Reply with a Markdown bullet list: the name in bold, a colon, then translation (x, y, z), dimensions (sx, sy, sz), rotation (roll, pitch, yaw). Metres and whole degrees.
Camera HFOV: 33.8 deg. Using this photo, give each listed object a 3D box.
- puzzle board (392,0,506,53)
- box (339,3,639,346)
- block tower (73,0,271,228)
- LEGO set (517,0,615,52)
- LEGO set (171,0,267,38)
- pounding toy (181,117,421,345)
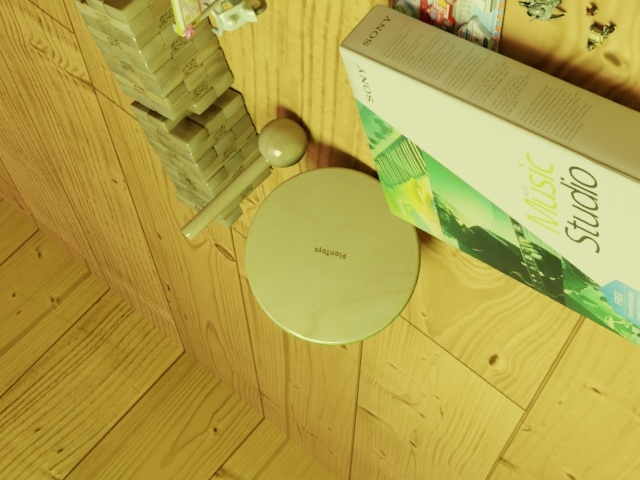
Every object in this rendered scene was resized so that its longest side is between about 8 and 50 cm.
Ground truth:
- **puzzle board**: translation (0.091, -0.173, 0.774), dimensions (0.096, 0.011, 0.128), rotation (36, 160, 20)
- **box**: translation (0.172, -0.035, 0.818), dimensions (0.322, 0.058, 0.232), rotation (31, 160, 31)
- **block tower**: translation (-0.151, -0.161, 1.150), dimensions (0.091, 0.097, 0.335), rotation (30, 155, 33)
- **LEGO set**: translation (0.150, -0.152, 0.683), dimensions (0.083, 0.023, 0.054), rotation (37, 160, 17)
- **LEGO set**: translation (-0.124, -0.270, 0.846), dimensions (0.132, 0.107, 0.287), rotation (26, 155, 39)
- **pounding toy**: translation (0.000, 0.000, 1.128), dimensions (0.237, 0.183, 0.110), rotation (40, -174, 9)
